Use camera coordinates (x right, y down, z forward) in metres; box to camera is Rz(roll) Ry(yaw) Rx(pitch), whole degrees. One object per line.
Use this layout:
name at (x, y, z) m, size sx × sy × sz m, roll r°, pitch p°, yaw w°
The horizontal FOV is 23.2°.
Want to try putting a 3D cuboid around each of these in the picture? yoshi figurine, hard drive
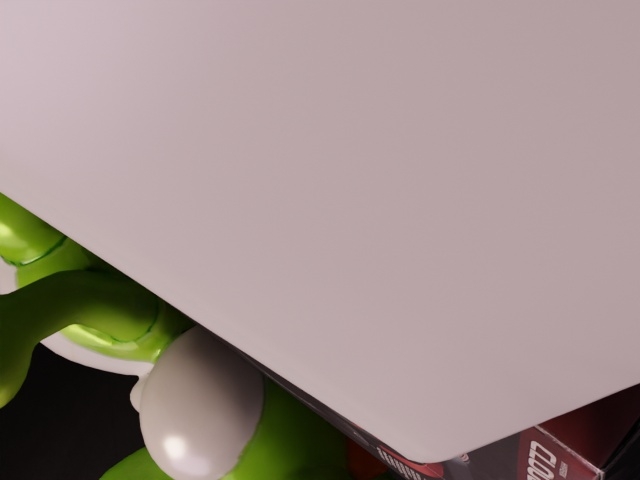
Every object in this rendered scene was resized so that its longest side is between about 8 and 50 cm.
yoshi figurine at (-0.113, 0.069, 0.826) m, size 0.362 × 0.204 × 0.203 m, roll 48°, pitch 149°, yaw 21°
hard drive at (0.001, -0.059, 0.345) m, size 0.203 × 0.040 × 0.307 m, roll -28°, pitch 132°, yaw 33°

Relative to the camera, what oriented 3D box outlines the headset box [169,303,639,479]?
headset box at (0.042, 0.016, 0.618) m, size 0.293 × 0.110 × 0.218 m, roll 35°, pitch 165°, yaw 21°
